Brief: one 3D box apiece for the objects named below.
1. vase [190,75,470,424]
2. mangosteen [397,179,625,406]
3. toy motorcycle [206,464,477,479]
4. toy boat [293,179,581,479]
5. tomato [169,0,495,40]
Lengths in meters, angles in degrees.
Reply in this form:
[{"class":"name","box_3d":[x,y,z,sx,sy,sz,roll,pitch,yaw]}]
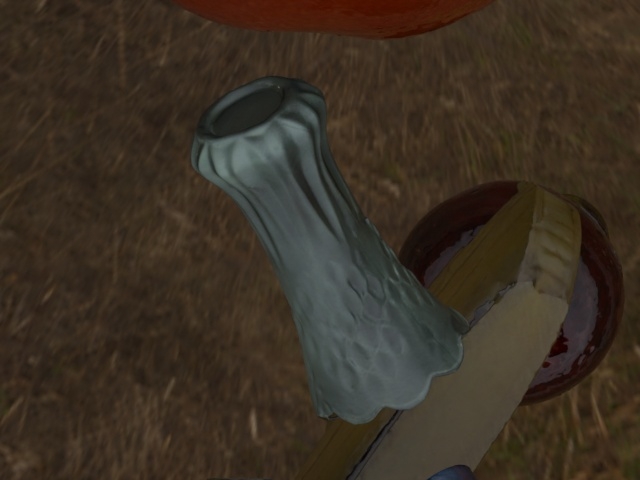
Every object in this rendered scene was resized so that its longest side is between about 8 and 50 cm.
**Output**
[{"class":"vase","box_3d":[0.000,0.000,0.802,0.081,0.081,0.149,-25,117,9]},{"class":"mangosteen","box_3d":[0.180,0.035,1.696,0.215,0.257,0.215,7,117,15]},{"class":"toy motorcycle","box_3d":[0.027,0.190,1.049,0.254,0.092,0.135,2,88,37]},{"class":"toy boat","box_3d":[0.061,0.102,1.165,0.089,0.121,0.321,27,107,-19]},{"class":"tomato","box_3d":[0.010,-0.289,1.051,0.341,0.341,0.273,10,146,-1]}]
